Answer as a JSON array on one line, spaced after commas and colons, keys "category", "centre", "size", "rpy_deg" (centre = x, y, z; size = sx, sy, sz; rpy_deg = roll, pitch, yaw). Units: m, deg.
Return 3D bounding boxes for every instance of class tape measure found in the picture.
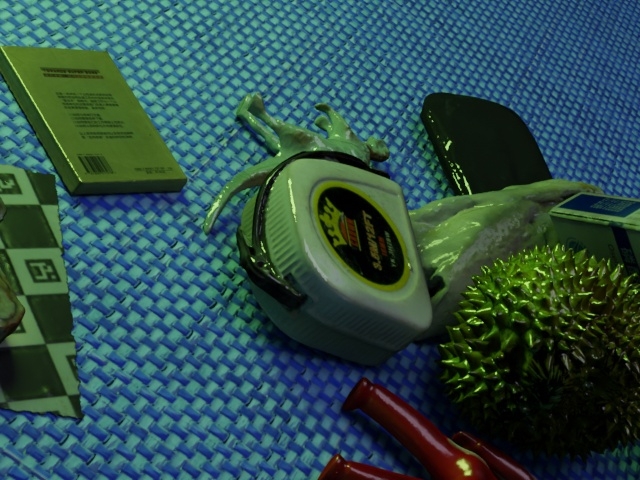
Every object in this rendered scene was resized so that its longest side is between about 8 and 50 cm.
[{"category": "tape measure", "centre": [0.000, 0.000, 1.416], "size": [0.231, 0.133, 0.271], "rpy_deg": [24, 43, -35]}]

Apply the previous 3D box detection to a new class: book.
[{"category": "book", "centre": [-0.275, -0.146, 1.443], "size": [0.161, 0.026, 0.231], "rpy_deg": [-5, 52, -45]}]

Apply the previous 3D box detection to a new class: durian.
[{"category": "durian", "centre": [0.262, 0.126, 1.389], "size": [0.291, 0.291, 0.225], "rpy_deg": [18, 44, -25]}]

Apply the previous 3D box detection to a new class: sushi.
[{"category": "sushi", "centre": [-0.378, -0.005, 1.151], "size": [0.320, 0.069, 0.339], "rpy_deg": [13, 41, -30]}]

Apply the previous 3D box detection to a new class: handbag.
[{"category": "handbag", "centre": [0.265, -0.087, 1.795], "size": [0.191, 0.075, 0.332], "rpy_deg": [8, 47, -28]}]

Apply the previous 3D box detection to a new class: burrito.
[{"category": "burrito", "centre": [0.225, 0.006, 1.561], "size": [0.331, 0.135, 0.190], "rpy_deg": [-12, 63, -29]}]

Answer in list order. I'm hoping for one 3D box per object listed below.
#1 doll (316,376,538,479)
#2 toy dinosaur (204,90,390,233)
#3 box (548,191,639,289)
[{"category": "doll", "centre": [0.185, 0.289, 1.282], "size": [0.384, 0.099, 0.188], "rpy_deg": [29, 36, 0]}, {"category": "toy dinosaur", "centre": [-0.038, -0.112, 1.565], "size": [0.205, 0.092, 0.393], "rpy_deg": [42, 32, 0]}, {"category": "box", "centre": [0.411, 0.109, 1.466], "size": [0.065, 0.200, 0.343], "rpy_deg": [-30, 107, -17]}]
